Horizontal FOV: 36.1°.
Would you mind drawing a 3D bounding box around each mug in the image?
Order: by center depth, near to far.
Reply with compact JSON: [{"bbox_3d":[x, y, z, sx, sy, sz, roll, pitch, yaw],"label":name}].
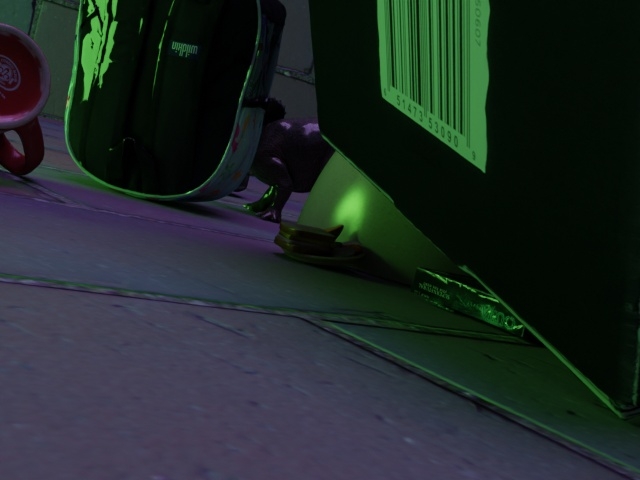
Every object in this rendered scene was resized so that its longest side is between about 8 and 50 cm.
[{"bbox_3d":[-0.310,-0.136,0.912,0.150,0.113,0.169,20,-13,-36],"label":"mug"}]

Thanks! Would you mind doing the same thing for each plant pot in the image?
[{"bbox_3d":[0.129,-0.055,1.016,0.284,0.191,0.284,14,5,-1],"label":"plant pot"}]

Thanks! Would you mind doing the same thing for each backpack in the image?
[{"bbox_3d":[-0.164,-0.169,1.105,0.225,0.254,0.191,12,0,13],"label":"backpack"}]

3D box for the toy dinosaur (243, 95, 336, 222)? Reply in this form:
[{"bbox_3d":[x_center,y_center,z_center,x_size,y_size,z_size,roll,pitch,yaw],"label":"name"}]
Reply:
[{"bbox_3d":[-0.008,-0.097,1.258,0.313,0.160,0.121,13,5,-4],"label":"toy dinosaur"}]

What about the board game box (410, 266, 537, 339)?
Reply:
[{"bbox_3d":[0.184,0.060,0.817,0.186,0.026,0.126,11,6,-38],"label":"board game box"}]

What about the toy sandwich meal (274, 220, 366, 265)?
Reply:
[{"bbox_3d":[0.000,0.000,0.877,0.085,0.029,0.085,5,12,-1],"label":"toy sandwich meal"}]

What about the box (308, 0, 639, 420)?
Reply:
[{"bbox_3d":[0.282,-0.177,0.694,0.471,0.297,0.480,-13,28,-16],"label":"box"}]

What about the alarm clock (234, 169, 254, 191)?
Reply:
[{"bbox_3d":[-0.183,-0.116,1.532,0.129,0.064,0.192,11,8,-36],"label":"alarm clock"}]
